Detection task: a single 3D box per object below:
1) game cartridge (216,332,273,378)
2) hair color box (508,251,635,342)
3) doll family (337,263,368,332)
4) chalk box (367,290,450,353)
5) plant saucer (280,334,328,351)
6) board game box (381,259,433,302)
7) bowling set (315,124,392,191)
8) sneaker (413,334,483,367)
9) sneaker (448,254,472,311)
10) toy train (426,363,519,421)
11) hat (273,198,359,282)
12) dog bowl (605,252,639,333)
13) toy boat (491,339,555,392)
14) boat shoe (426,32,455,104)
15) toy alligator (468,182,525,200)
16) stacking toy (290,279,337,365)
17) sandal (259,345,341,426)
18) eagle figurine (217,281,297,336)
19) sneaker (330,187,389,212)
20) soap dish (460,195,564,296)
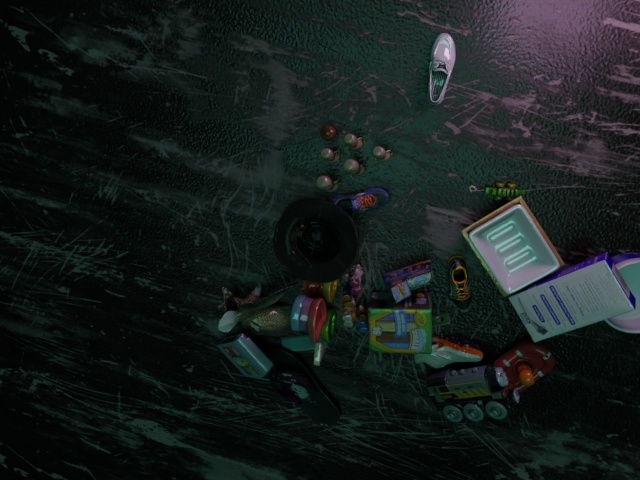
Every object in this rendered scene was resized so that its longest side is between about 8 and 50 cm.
[{"bbox_3d":[-0.295,0.456,1.945,0.196,0.060,0.294,45,151,-9],"label":"game cartridge"},{"bbox_3d":[0.842,0.197,1.680,0.339,0.110,0.185,-31,87,35],"label":"hair color box"},{"bbox_3d":[0.111,0.213,1.848,0.119,0.163,0.262,-5,110,12],"label":"doll family"},{"bbox_3d":[0.325,0.298,1.826,0.289,0.180,0.179,1,106,11],"label":"chalk box"},{"bbox_3d":[-0.066,0.416,2.010,0.192,0.018,0.067,-9,104,11],"label":"plant saucer"},{"bbox_3d":[0.312,0.150,1.778,0.194,0.194,0.060,-19,102,15],"label":"board game box"},{"bbox_3d":[0.090,-0.309,1.732,0.287,0.154,0.199,-24,82,16],"label":"bowling set"},{"bbox_3d":[0.480,0.435,1.893,0.263,0.099,0.120,8,114,15],"label":"sneaker"},{"bbox_3d":[0.507,0.165,1.809,0.084,0.083,0.214,-13,104,11],"label":"sneaker"},{"bbox_3d":[0.557,0.561,1.848,0.334,0.142,0.190,-22,100,40],"label":"toy train"},{"bbox_3d":[0.000,0.000,1.819,0.332,0.134,0.331,2,94,23],"label":"hat"},{"bbox_3d":[1.075,0.179,1.706,0.265,0.104,0.264,3,106,9],"label":"dog bowl"},{"bbox_3d":[0.750,0.477,1.820,0.151,0.151,0.231,42,108,-4],"label":"toy boat"},{"bbox_3d":[0.397,-0.559,1.624,0.083,0.076,0.226,4,106,8],"label":"boat shoe"},{"bbox_3d":[0.610,-0.168,1.712,0.190,0.051,0.056,4,106,8],"label":"toy alligator"},{"bbox_3d":[-0.035,0.279,1.838,0.131,0.309,0.279,7,117,16],"label":"stacking toy"},{"bbox_3d":[-0.090,0.598,2.015,0.446,0.107,0.167,44,110,-5],"label":"sandal"},{"bbox_3d":[-0.235,0.253,1.906,0.299,0.226,0.225,8,87,12],"label":"eagle figurine"},{"bbox_3d":[0.138,-0.133,1.783,0.221,0.087,0.083,-12,104,13],"label":"sneaker"},{"bbox_3d":[0.660,0.019,1.722,0.229,0.118,0.290,-33,98,16],"label":"soap dish"}]
